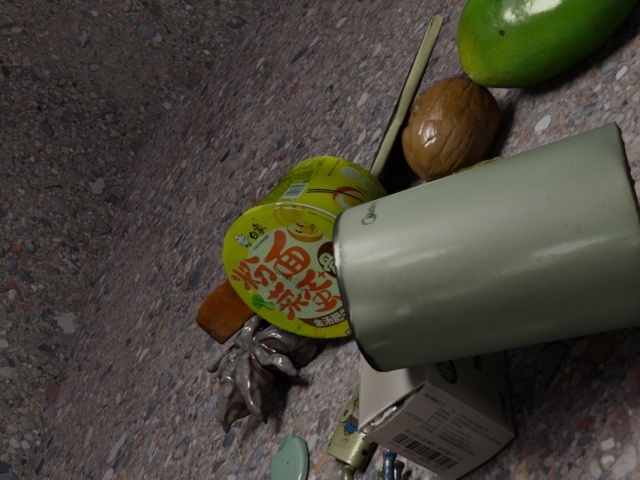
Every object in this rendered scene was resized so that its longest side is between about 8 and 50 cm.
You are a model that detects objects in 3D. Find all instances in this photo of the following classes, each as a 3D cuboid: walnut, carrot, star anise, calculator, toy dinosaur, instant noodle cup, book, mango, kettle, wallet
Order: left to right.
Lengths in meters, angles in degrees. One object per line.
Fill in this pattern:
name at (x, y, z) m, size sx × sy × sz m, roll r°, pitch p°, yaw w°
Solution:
star anise at (-0.136, 0.243, 2.207) m, size 0.359 × 0.139 × 0.316 m, roll -39°, pitch 17°, yaw 26°
carrot at (-0.141, 0.107, 2.340) m, size 0.258 × 0.100 × 0.307 m, roll -36°, pitch -7°, yaw -37°
calculator at (-0.057, 0.401, 1.992) m, size 0.095 × 0.021 × 0.153 m, roll -50°, pitch 26°, yaw 18°
instant noodle cup at (0.000, 0.000, 2.081) m, size 0.311 × 0.311 × 0.221 m, roll -39°, pitch 15°, yaw 39°
wallet at (0.069, 0.295, 1.847) m, size 0.155 × 0.039 × 0.110 m, roll -62°, pitch 24°, yaw -12°
toy dinosaur at (0.072, 0.416, 1.651) m, size 0.247 × 0.075 × 0.188 m, roll -26°, pitch 45°, yaw 43°
book at (0.152, -0.239, 2.192) m, size 0.379 × 0.031 × 0.264 m, roll 110°, pitch -178°, yaw -63°
walnut at (0.231, -0.195, 2.005) m, size 0.207 × 0.167 × 0.167 m, roll -61°, pitch 22°, yaw -14°
kettle at (0.227, -0.006, 1.456) m, size 0.376 × 0.250 × 0.361 m, roll -15°, pitch 28°, yaw 15°
mango at (0.389, -0.393, 1.883) m, size 0.382 × 0.201 × 0.225 m, roll -31°, pitch 24°, yaw 43°

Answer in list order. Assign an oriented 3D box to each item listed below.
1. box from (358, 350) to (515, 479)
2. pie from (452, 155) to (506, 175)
box at (0.163, 0.170, 1.635) m, size 0.145 × 0.173 × 0.333 m, roll -43°, pitch 26°, yaw 32°
pie at (0.244, -0.051, 1.852) m, size 0.240 × 0.054 × 0.240 m, roll -30°, pitch 24°, yaw 15°
